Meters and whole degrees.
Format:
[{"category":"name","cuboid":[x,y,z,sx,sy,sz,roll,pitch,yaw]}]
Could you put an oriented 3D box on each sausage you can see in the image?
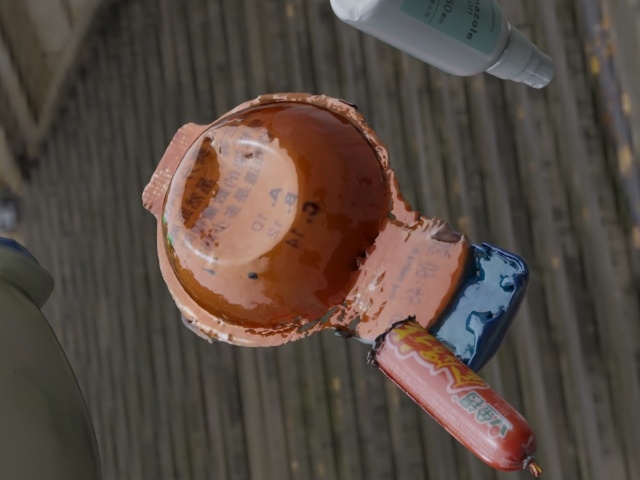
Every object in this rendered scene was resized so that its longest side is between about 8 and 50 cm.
[{"category":"sausage","cuboid":[0.096,0.111,1.127,0.145,0.048,0.050,42,-167,31]}]

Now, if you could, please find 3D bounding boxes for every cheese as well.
[{"category":"cheese","cuboid":[0.000,0.000,1.277,0.217,0.329,0.129,-63,-28,-5]}]

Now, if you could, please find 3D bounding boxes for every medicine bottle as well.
[{"category":"medicine bottle","cuboid":[0.167,-0.265,2.072,0.352,0.110,0.110,19,-126,-42]}]

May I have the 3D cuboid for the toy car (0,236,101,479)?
[{"category":"toy car","cuboid":[-0.134,0.184,0.539,0.242,0.226,0.336,129,144,-54]}]
